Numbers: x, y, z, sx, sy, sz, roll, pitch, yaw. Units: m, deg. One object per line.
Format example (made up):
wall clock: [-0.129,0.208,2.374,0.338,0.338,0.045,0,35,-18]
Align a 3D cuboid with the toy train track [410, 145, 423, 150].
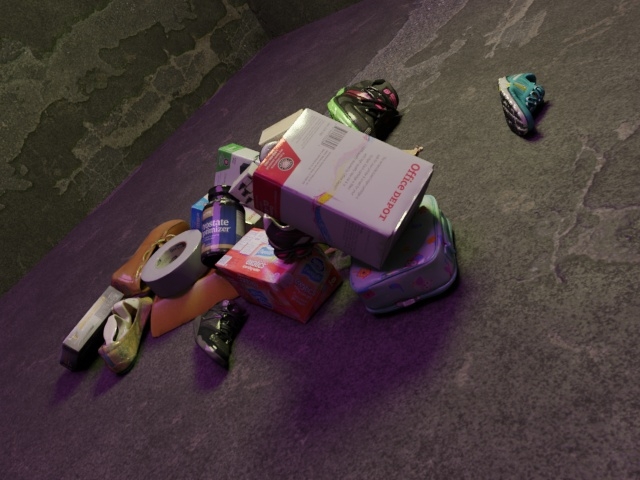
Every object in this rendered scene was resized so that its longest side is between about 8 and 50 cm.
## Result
toy train track: [0.259,-0.258,1.778,0.083,0.014,0.048,-19,31,29]

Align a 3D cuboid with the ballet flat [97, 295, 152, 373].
ballet flat: [-0.583,0.247,1.818,0.123,0.123,0.348,-29,28,12]

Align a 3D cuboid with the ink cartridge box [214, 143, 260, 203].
ink cartridge box: [-0.209,-0.189,1.847,0.209,0.152,0.087,20,26,19]

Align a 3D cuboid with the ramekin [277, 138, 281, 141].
ramekin: [-0.082,-0.238,1.996,0.277,0.135,0.277,-27,28,16]

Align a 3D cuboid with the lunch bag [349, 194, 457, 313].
lunch bag: [0.183,0.028,1.317,0.224,0.107,0.279,-21,31,21]

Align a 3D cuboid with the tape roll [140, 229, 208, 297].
tape roll: [-0.419,0.066,1.794,0.219,0.072,0.219,-27,29,17]

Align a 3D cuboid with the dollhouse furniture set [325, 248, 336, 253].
dollhouse furniture set: [0.083,-0.125,1.538,0.135,0.261,0.259,-15,3,31]

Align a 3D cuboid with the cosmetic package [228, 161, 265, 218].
cosmetic package: [-0.131,-0.105,1.711,0.099,0.239,0.060,-40,22,36]

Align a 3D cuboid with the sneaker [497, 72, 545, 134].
sneaker: [0.523,-0.369,1.573,0.110,0.107,0.275,-13,34,20]

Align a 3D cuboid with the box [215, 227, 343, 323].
box: [-0.109,0.078,1.523,0.154,0.142,0.300,-48,31,-22]

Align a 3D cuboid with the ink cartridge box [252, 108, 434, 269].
ink cartridge box: [0.045,-0.111,1.259,0.306,0.131,0.226,28,57,12]

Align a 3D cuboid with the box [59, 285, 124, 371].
box: [-0.710,0.275,1.888,0.231,0.056,0.183,-60,4,-38]

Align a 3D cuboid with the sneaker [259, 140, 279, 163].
sneaker: [-0.064,-0.191,1.747,0.180,0.321,0.124,17,84,57]

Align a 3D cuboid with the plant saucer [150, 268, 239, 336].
plant saucer: [-0.368,0.102,1.844,0.333,0.081,0.332,-27,28,16]

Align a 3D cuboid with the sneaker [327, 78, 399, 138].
sneaker: [0.150,-0.433,1.975,0.202,0.185,0.482,-25,26,19]

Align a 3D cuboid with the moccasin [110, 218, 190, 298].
moccasin: [-0.538,0.051,2.037,0.147,0.139,0.380,-1,27,23]

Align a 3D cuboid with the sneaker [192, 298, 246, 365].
sneaker: [-0.245,0.218,1.516,0.130,0.087,0.227,-42,22,1]

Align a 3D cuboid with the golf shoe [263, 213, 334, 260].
golf shoe: [0.008,-0.043,1.342,0.273,0.120,0.105,-20,39,6]

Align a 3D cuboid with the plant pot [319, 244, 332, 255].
plant pot: [0.000,0.000,1.592,0.083,0.079,0.083,-26,30,16]

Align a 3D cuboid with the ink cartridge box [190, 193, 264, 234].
ink cartridge box: [-0.272,-0.071,1.864,0.203,0.085,0.148,17,30,12]

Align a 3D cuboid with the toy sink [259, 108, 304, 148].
toy sink: [-0.075,-0.361,2.164,0.234,0.152,0.131,-26,29,20]

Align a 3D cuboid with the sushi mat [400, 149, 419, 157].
sushi mat: [0.154,-0.219,1.818,0.151,0.019,0.317,-45,27,-16]

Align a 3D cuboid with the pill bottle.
pill bottle: [-0.270,-0.038,1.701,0.123,0.123,0.219,-18,62,29]
